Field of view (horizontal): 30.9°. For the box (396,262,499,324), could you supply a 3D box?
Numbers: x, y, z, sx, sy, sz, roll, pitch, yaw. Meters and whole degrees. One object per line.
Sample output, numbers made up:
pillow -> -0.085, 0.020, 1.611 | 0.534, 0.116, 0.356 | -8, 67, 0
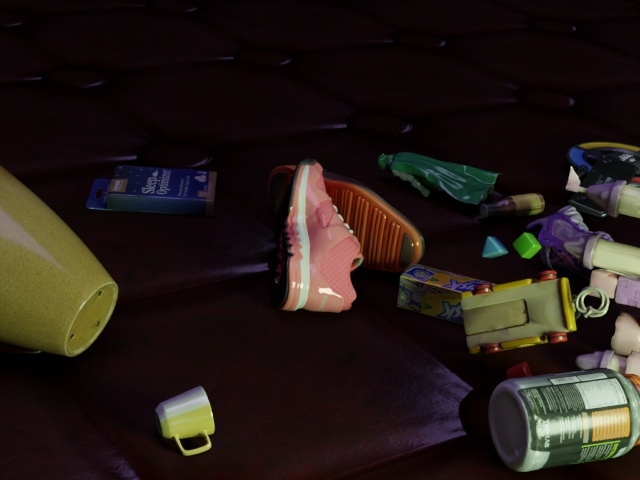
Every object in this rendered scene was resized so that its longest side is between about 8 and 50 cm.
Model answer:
box -> 0.207, 0.089, 1.783 | 0.168, 0.059, 0.054 | 14, 29, 18

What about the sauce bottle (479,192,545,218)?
sauce bottle -> 0.354, -0.063, 2.143 | 0.128, 0.042, 0.042 | -6, 28, -27

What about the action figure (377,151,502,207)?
action figure -> 0.215, -0.123, 2.214 | 0.232, 0.064, 0.137 | 21, 31, 20

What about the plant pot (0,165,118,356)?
plant pot -> -0.416, 0.047, 1.593 | 0.254, 0.237, 0.237 | 29, 32, 14

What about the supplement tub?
supplement tub -> 0.320, 0.224, 1.465 | 0.190, 0.117, 0.117 | -4, 27, -20

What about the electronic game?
electronic game -> 0.617, -0.154, 2.376 | 0.229, 0.048, 0.229 | 5, 26, -2

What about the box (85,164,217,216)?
box -> -0.301, -0.091, 2.081 | 0.225, 0.037, 0.136 | 2, 26, -4

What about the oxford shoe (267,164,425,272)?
oxford shoe -> 0.066, -0.052, 1.974 | 0.132, 0.130, 0.363 | -8, 29, -39

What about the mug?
mug -> -0.169, 0.222, 1.438 | 0.064, 0.062, 0.078 | -13, 24, -19

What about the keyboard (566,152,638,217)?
keyboard -> 0.538, -0.110, 2.252 | 0.108, 0.023, 0.180 | 24, 46, 21

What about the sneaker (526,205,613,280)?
sneaker -> 0.417, 0.019, 1.945 | 0.104, 0.095, 0.236 | -8, 23, -12

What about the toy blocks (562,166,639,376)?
toy blocks -> 0.476, 0.044, 1.680 | 0.260, 0.289, 0.309 | 14, 28, 24

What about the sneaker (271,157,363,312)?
sneaker -> 0.000, 0.001, 1.848 | 0.136, 0.116, 0.314 | 14, 45, -12

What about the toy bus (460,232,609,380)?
toy bus -> 0.301, 0.102, 1.643 | 0.202, 0.191, 0.104 | 40, 18, 29
